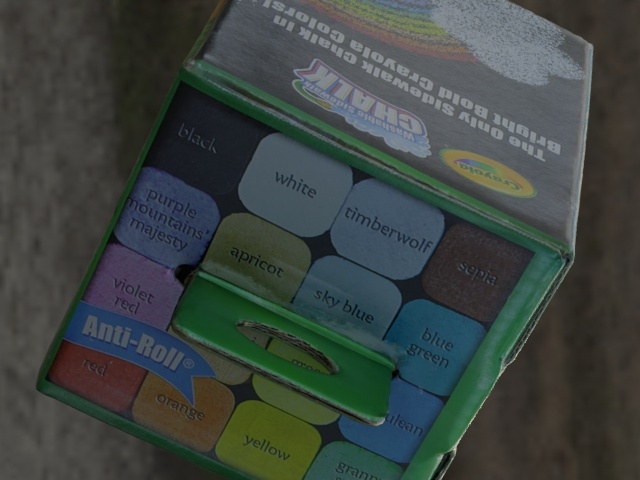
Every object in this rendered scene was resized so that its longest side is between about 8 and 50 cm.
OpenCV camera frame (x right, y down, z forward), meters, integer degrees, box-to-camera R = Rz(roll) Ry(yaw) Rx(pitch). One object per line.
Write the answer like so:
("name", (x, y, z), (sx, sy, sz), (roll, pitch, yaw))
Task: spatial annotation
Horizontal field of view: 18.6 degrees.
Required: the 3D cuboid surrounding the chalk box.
("chalk box", (0.000, 0.000, 0.643), (0.132, 0.132, 0.213), (-61, -176, 30))
